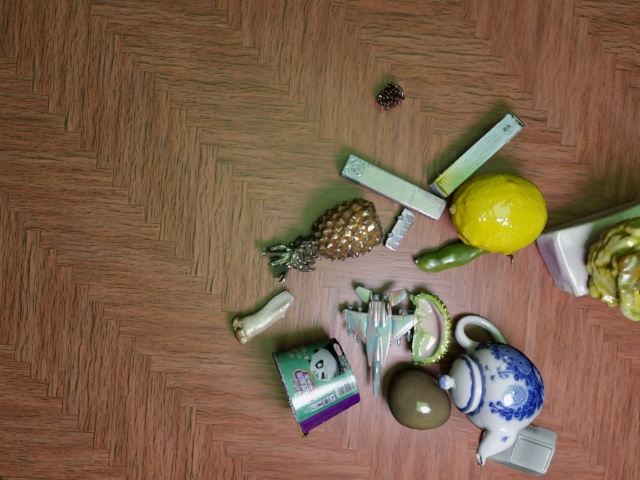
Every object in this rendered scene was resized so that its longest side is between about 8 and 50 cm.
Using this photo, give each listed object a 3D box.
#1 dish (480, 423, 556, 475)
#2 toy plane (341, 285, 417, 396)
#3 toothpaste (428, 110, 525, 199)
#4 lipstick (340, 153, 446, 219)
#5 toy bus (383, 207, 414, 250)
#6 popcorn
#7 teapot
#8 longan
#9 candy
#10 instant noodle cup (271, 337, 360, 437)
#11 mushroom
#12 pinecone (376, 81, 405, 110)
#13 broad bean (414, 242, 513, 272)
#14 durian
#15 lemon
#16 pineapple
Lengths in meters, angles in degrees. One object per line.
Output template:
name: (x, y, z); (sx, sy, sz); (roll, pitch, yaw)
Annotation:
dish: (0.615, 0.640, 1.427); (0.235, 0.064, 0.153); (19, 92, -2)
toy plane: (0.171, 0.301, 1.375); (0.223, 0.104, 0.325); (3, 100, 9)
toothpaste: (0.461, -0.253, 1.380); (0.313, 0.089, 0.071); (-43, 86, 0)
lipstick: (0.215, -0.157, 1.381); (0.318, 0.068, 0.066); (26, 90, -3)
toy bus: (0.238, -0.033, 1.402); (0.052, 0.037, 0.130); (29, 91, -5)
popcorn: (0.836, 0.075, 1.189); (0.293, 0.237, 0.292); (0, 90, 0)
teapot: (0.465, 0.409, 1.307); (0.280, 0.252, 0.423); (8, 55, -8)
longan: (0.288, 0.470, 1.359); (0.190, 0.189, 0.189); (0, 92, -2)
candy: (0.852, 0.014, 1.376); (0.359, 0.145, 0.207); (-19, 94, -1)
instant noodle cup: (-0.009, 0.401, 1.314); (0.190, 0.251, 0.251); (-19, 93, -10)
mushroom: (-0.170, 0.224, 1.381); (0.209, 0.071, 0.084); (-33, 61, -4)
pinecone: (0.207, -0.425, 1.369); (0.077, 0.077, 0.083); (44, 95, -3)
broad bean: (0.440, 0.051, 1.404); (0.319, 0.056, 0.098); (-1, 91, -4)
durian: (0.329, 0.257, 1.382); (0.137, 0.095, 0.220); (-4, 88, 23)
lemon: (0.508, -0.080, 1.319); (0.289, 0.233, 0.233); (6, 92, -12)
pineapple: (0.000, 0.000, 1.345); (0.362, 0.175, 0.174); (-19, 93, 13)
